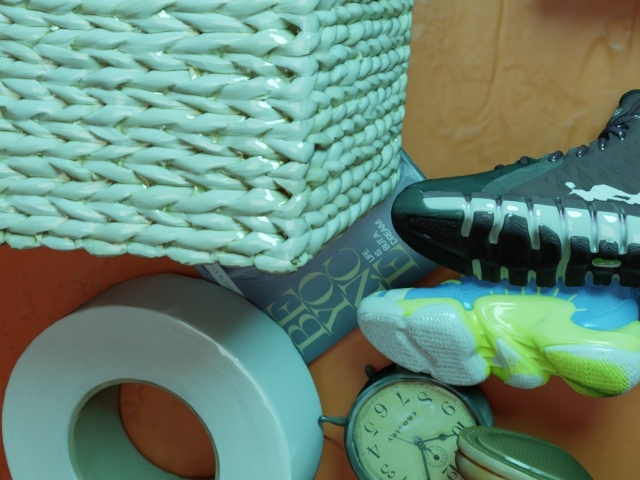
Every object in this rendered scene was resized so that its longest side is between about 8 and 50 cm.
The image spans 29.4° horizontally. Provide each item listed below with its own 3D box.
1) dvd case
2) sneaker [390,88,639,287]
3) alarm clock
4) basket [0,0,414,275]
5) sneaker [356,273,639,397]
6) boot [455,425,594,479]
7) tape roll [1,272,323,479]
[{"bbox_3d":[0.000,0.000,1.091,0.221,0.018,0.164,-38,92,20],"label":"dvd case"},{"bbox_3d":[0.203,-0.051,0.968,0.281,0.106,0.162,7,63,6],"label":"sneaker"},{"bbox_3d":[0.104,0.184,1.086,0.192,0.064,0.129,43,110,4],"label":"alarm clock"},{"bbox_3d":[-0.108,-0.145,0.910,0.328,0.331,0.266,5,103,15],"label":"basket"},{"bbox_3d":[0.157,0.057,1.025,0.240,0.126,0.091,11,142,16],"label":"sneaker"},{"bbox_3d":[0.184,0.298,1.047,0.283,0.109,0.220,30,103,-23],"label":"boot"},{"bbox_3d":[-0.144,0.179,1.120,0.286,0.100,0.286,5,108,16],"label":"tape roll"}]
